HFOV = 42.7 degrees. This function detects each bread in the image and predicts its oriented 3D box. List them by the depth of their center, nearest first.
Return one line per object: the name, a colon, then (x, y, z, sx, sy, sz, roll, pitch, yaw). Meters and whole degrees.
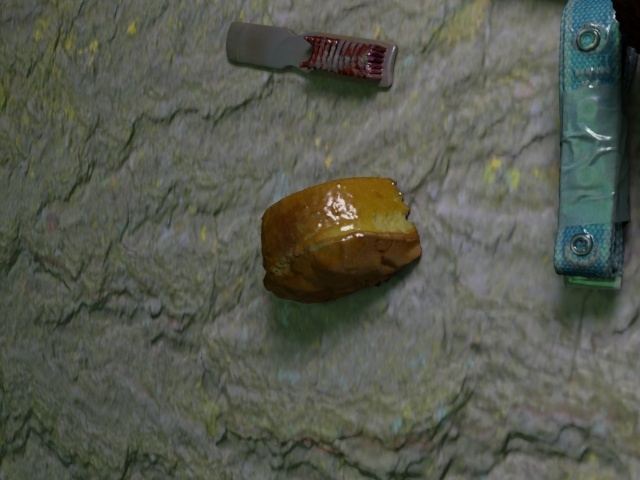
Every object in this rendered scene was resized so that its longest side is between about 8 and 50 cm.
bread: (0.000, 0.000, 1.062, 0.229, 0.139, 0.143, -28, 64, 37)

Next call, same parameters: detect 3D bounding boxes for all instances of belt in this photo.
belt: (0.283, -0.101, 0.838, 0.072, 0.087, 0.303, 3, 93, 29)

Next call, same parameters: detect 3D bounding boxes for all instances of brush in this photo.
brush: (-0.032, -0.264, 1.140, 0.321, 0.050, 0.060, 20, 107, 41)

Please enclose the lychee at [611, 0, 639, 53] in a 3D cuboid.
lychee: (0.361, -0.224, 0.668, 0.236, 0.236, 0.271, 36, 104, 35)
